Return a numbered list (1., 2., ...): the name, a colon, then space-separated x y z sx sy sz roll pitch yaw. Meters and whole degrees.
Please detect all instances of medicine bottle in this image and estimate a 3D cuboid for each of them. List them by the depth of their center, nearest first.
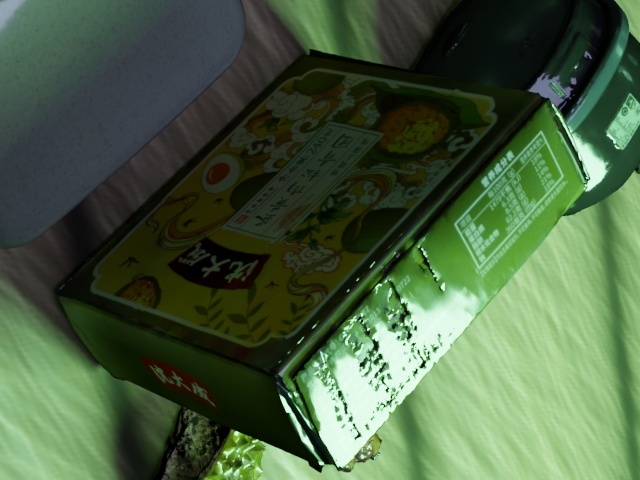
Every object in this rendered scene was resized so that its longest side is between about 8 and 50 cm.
1. medicine bottle: -0.248 -0.182 1.723 0.375 0.123 0.282 -44 124 -22

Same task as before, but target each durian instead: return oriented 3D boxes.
1. durian: -0.096 0.235 1.960 0.108 0.119 0.186 30 80 -37

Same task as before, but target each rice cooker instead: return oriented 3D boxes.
1. rice cooker: 0.256 -0.160 2.072 0.224 0.267 0.267 44 73 -34

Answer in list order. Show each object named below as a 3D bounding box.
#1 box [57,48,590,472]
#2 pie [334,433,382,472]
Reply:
1. box: 0.000 0.000 1.812 0.420 0.373 0.138 -45 126 -23
2. pie: 0.024 0.208 2.111 0.092 0.034 0.170 -45 126 -27
